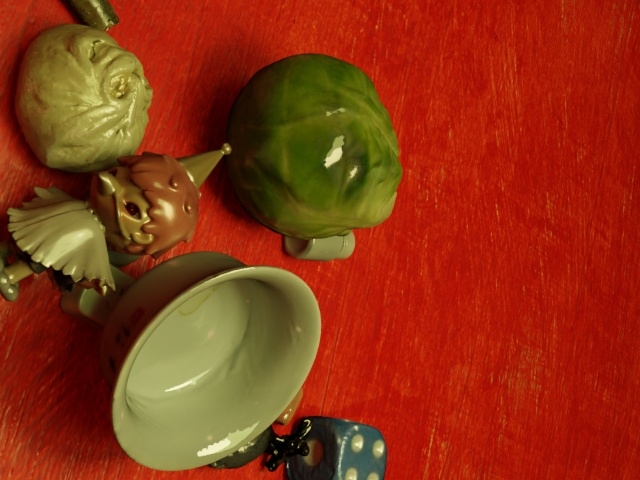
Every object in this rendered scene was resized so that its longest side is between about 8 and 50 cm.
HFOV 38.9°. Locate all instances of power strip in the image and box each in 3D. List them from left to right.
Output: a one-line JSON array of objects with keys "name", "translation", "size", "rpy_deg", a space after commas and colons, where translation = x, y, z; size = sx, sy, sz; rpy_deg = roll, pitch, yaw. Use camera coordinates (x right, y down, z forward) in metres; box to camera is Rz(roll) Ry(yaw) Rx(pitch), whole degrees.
[{"name": "power strip", "translation": [-0.244, 0.151, 1.466], "size": [0.385, 0.062, 0.091], "rpy_deg": [38, 66, -40]}]

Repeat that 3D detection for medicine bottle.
[{"name": "medicine bottle", "translation": [0.000, 0.000, 1.721], "size": [0.130, 0.080, 0.080], "rpy_deg": [7, 84, -48]}]

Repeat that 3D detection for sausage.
[{"name": "sausage", "translation": [-0.059, 0.306, 1.685], "size": [0.034, 0.034, 0.083], "rpy_deg": [51, 53, -34]}]

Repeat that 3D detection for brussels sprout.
[{"name": "brussels sprout", "translation": [-0.006, -0.145, 1.571], "size": [0.355, 0.281, 0.289], "rpy_deg": [25, 60, -43]}]

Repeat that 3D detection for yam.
[{"name": "yam", "translation": [-0.383, -0.419, 1.329], "size": [0.061, 0.061, 0.252], "rpy_deg": [-51, 125, -35]}]

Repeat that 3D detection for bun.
[{"name": "bun", "translation": [-0.330, -0.207, 1.329], "size": [0.231, 0.133, 0.231], "rpy_deg": [5, 83, -48]}]

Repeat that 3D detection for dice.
[{"name": "dice", "translation": [0.031, 0.412, 1.700], "size": [0.146, 0.143, 0.146], "rpy_deg": [27, 69, -44]}]

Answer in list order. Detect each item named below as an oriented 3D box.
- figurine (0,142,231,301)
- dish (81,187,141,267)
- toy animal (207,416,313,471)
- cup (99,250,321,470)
[{"name": "figurine", "translation": [-0.284, -0.041, 1.277], "size": [0.387, 0.207, 0.166], "rpy_deg": [-27, 142, -16]}, {"name": "dish", "translation": [-0.296, -0.028, 1.400], "size": [0.141, 0.078, 0.141], "rpy_deg": [2, 87, -48]}, {"name": "toy animal", "translation": [-0.126, 0.336, 1.574], "size": [0.210, 0.121, 0.117], "rpy_deg": [12, 62, -40]}, {"name": "cup", "translation": [-0.183, 0.151, 1.336], "size": [0.347, 0.163, 0.347], "rpy_deg": [-23, 132, -28]}]
